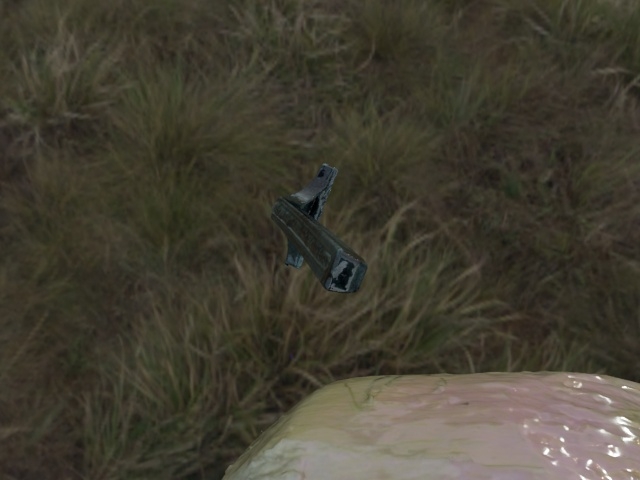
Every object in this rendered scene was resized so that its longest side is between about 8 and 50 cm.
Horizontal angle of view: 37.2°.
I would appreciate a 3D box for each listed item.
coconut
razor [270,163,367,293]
[{"bbox_3d":[0.141,0.265,0.559,0.404,0.404,0.404,0,51,0],"label":"coconut"},{"bbox_3d":[-0.006,-0.002,0.477,0.033,0.066,0.190,20,7,-10],"label":"razor"}]
